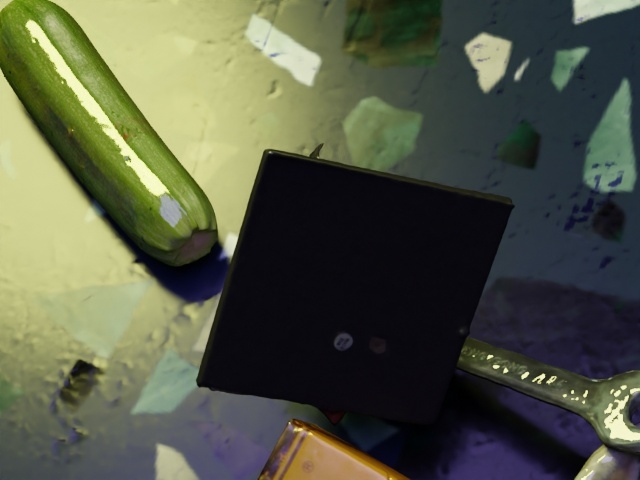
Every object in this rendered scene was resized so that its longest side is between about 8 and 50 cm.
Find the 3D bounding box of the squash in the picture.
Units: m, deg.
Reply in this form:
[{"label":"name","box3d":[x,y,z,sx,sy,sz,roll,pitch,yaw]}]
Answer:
[{"label":"squash","box3d":[-0.148,-0.075,1.293,0.066,0.066,0.229,-35,68,-10]}]

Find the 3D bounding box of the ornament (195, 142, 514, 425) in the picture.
[{"label":"ornament","box3d":[0.000,0.000,1.196,0.153,0.196,0.166,12,111,-17]}]

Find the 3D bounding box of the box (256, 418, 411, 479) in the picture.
[{"label":"box","box3d":[0.052,0.227,1.125,0.237,0.070,0.152,29,89,14]}]

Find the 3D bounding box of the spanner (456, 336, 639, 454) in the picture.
[{"label":"spanner","box3d":[0.100,0.073,1.185,0.254,0.015,0.054,18,65,36]}]

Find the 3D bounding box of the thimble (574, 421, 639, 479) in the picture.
[{"label":"thimble","box3d":[0.205,0.162,1.146,0.115,0.090,0.102,-30,66,-10]}]
